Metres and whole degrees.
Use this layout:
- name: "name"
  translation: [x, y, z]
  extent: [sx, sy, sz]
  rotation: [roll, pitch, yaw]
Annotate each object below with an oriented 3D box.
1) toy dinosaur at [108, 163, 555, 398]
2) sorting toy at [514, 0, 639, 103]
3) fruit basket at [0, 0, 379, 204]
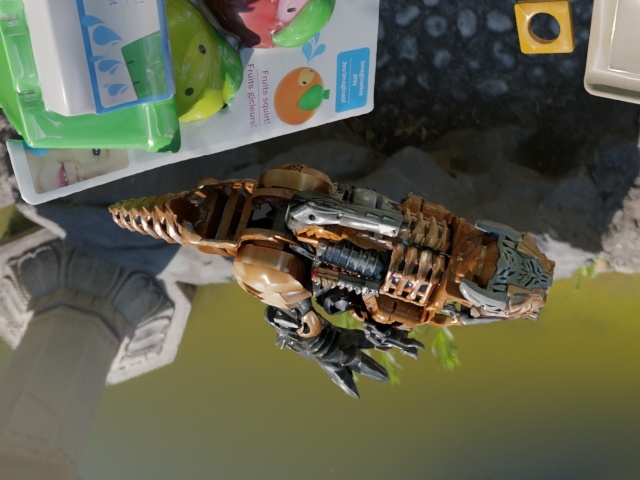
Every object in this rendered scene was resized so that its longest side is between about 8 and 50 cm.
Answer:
- name: "toy dinosaur"
  translation: [0.000, 0.000, 0.518]
  extent: [0.164, 0.321, 0.218]
  rotation: [-54, 158, -7]
- name: "sorting toy"
  translation: [0.379, -0.232, 0.737]
  extent: [0.347, 0.047, 0.196]
  rotation: [19, 141, 28]
- name: "fruit basket"
  translation: [-0.087, -0.210, 0.550]
  extent: [0.352, 0.165, 0.327]
  rotation: [-15, 126, -23]
